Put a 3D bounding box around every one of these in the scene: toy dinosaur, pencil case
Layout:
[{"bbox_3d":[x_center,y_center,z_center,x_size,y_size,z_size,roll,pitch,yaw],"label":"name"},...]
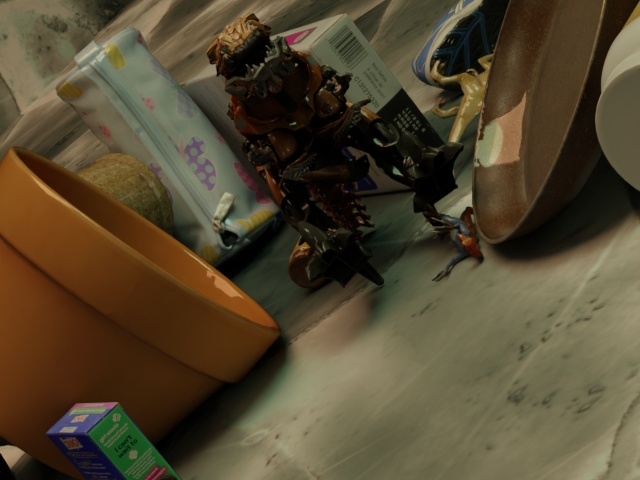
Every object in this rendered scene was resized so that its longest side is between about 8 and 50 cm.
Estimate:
[{"bbox_3d":[0.147,-0.139,1.907,0.092,0.053,0.183,17,51,42],"label":"toy dinosaur"},{"bbox_3d":[-0.163,-0.093,2.113,0.113,0.273,0.124,-37,0,17],"label":"pencil case"},{"bbox_3d":[0.005,-0.084,1.743,0.164,0.218,0.322,-52,-29,13],"label":"toy dinosaur"},{"bbox_3d":[0.119,-0.008,1.665,0.090,0.047,0.082,-34,31,-23],"label":"toy dinosaur"}]

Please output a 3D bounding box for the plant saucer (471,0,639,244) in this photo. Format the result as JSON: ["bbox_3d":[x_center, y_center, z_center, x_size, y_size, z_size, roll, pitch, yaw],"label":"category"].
[{"bbox_3d":[0.194,-0.142,1.603,0.310,0.050,0.310,-165,90,-80],"label":"plant saucer"}]

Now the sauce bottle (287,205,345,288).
[{"bbox_3d":[0.000,0.000,1.904,0.042,0.042,0.128,-32,17,24],"label":"sauce bottle"}]

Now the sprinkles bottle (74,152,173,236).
[{"bbox_3d":[-0.299,0.025,1.959,0.121,0.121,0.355,-24,6,43],"label":"sprinkles bottle"}]

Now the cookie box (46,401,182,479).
[{"bbox_3d":[-0.163,0.183,1.628,0.040,0.107,0.092,-46,17,-24],"label":"cookie box"}]

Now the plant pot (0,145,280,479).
[{"bbox_3d":[-0.210,0.079,1.769,0.203,0.291,0.291,-54,15,2],"label":"plant pot"}]

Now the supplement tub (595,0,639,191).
[{"bbox_3d":[0.286,-0.129,1.423,0.144,0.144,0.200,-24,21,42],"label":"supplement tub"}]

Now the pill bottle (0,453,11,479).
[{"bbox_3d":[-0.428,0.261,1.985,0.219,0.123,0.123,-40,15,-4],"label":"pill bottle"}]

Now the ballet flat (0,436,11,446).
[{"bbox_3d":[-0.267,0.119,2.076,0.147,0.147,0.409,-29,15,31],"label":"ballet flat"}]

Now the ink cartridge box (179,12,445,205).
[{"bbox_3d":[-0.022,-0.124,2.053,0.069,0.176,0.371,-45,16,-23],"label":"ink cartridge box"}]

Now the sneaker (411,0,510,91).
[{"bbox_3d":[0.175,-0.242,2.120,0.211,0.080,0.081,-42,19,-18],"label":"sneaker"}]
